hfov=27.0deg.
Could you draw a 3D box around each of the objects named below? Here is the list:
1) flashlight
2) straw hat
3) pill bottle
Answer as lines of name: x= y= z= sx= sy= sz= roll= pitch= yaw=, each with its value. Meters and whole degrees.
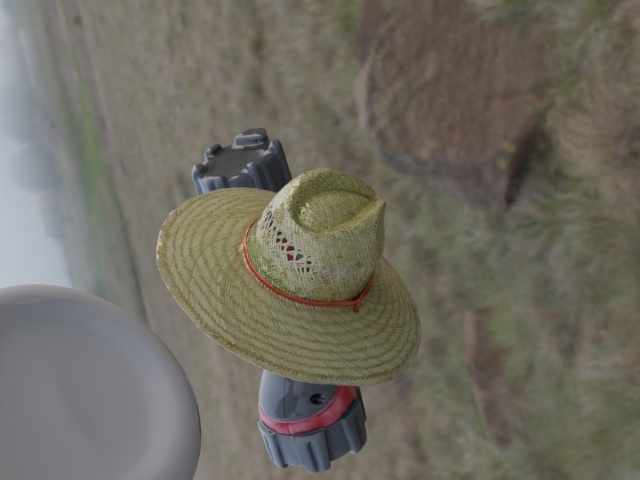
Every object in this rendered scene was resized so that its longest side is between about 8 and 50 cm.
flashlight: x=-0.038 y=0.061 z=1.189 sx=0.103 sy=0.103 sz=0.304 roll=38 pitch=149 yaw=57
straw hat: x=0.000 y=0.000 z=0.626 sx=0.061 sy=0.145 sz=0.144 roll=-59 pitch=36 yaw=33
pill bottle: x=-0.246 y=0.213 z=1.010 sx=0.363 sy=0.210 sz=0.210 roll=-55 pitch=44 yaw=43
